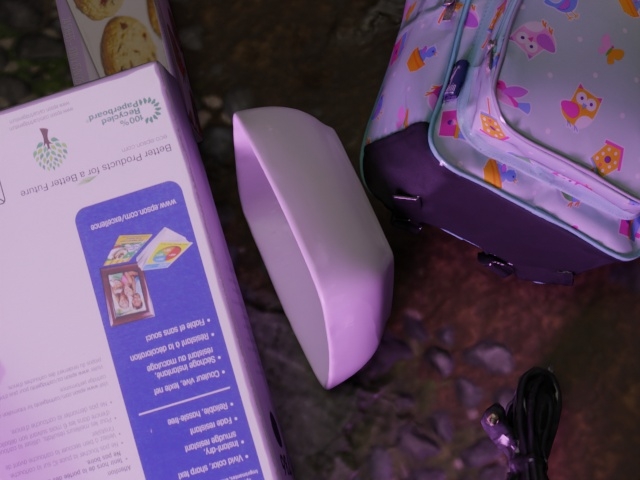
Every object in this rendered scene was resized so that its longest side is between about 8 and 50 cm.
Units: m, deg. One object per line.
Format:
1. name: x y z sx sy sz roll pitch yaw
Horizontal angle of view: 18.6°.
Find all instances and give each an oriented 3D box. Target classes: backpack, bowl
1. backpack: 0.125 -0.092 1.089 0.166 0.144 0.188 24 60 -23
2. bowl: 0.000 0.000 1.100 0.053 0.142 0.142 -20 66 -9

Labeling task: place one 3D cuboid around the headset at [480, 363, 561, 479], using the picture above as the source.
1. headset: 0.270 0.086 0.977 0.394 0.243 0.185 -21 40 22

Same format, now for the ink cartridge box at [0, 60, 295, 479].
1. ink cartridge box: -0.118 0.080 1.108 0.165 0.065 0.332 -16 80 5

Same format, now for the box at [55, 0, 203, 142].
1. box: -0.144 -0.204 1.244 0.067 0.063 0.324 -16 67 5
